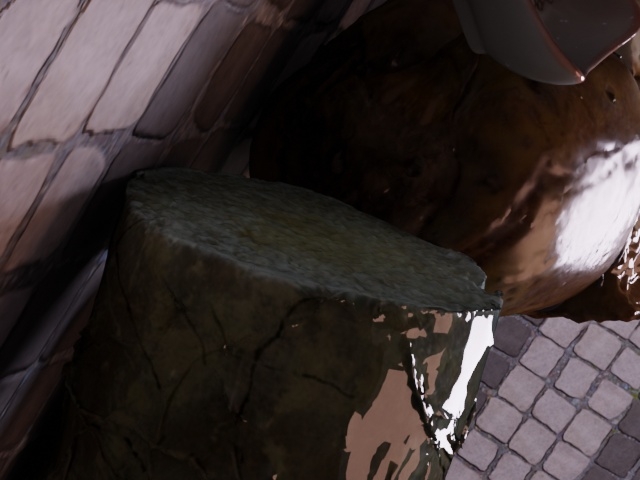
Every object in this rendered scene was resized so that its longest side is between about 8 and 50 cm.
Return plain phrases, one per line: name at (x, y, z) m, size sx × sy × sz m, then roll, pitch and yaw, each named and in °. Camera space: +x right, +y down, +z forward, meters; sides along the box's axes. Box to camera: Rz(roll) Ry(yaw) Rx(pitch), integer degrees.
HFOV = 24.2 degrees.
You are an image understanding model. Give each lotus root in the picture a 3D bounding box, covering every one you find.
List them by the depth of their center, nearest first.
lotus root at (0.081, -0.052, 1.027) m, size 0.272 × 0.272 × 0.192 m, roll -58°, pitch 163°, yaw 18°

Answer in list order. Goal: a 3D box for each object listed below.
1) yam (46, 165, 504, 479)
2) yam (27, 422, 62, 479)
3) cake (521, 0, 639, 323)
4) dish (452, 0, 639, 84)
yam at (-0.047, 0.137, 0.837) m, size 0.241 × 0.241 × 0.348 m, roll 18°, pitch 90°, yaw -83°
yam at (-0.104, 0.140, 1.051) m, size 0.268 × 0.161 × 0.161 m, roll -60°, pitch 173°, yaw 14°
cake at (0.222, -0.072, 1.240) m, size 0.256 × 0.282 × 0.290 m, roll 0°, pitch 92°, yaw -47°
dish at (0.116, -0.202, 0.919) m, size 0.077 × 0.212 × 0.151 m, roll -12°, pitch -165°, yaw 33°
